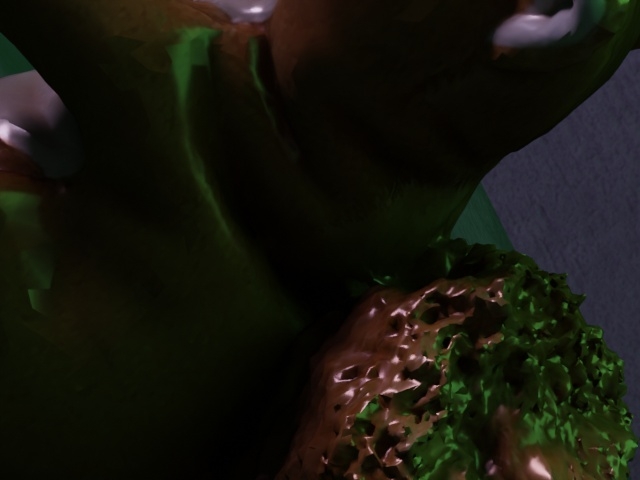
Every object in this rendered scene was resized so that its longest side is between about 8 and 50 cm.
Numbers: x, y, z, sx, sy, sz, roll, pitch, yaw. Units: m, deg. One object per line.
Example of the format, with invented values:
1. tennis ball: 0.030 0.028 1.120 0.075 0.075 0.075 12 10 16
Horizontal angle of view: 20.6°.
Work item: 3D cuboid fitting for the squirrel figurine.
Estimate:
1. squirrel figurine: 0.000 0.000 0.775 0.397 0.370 0.281 63 13 7
